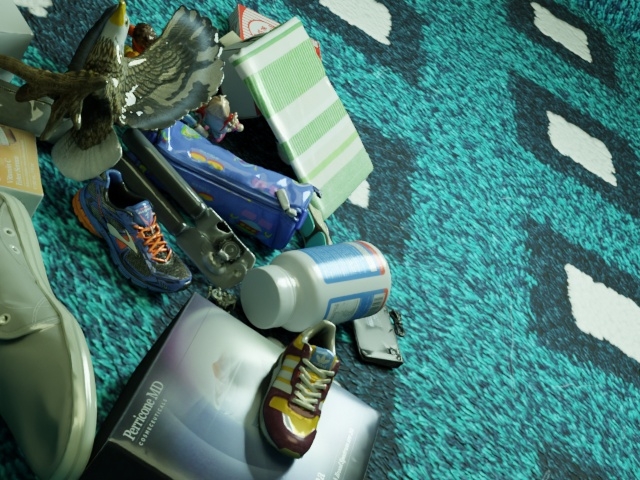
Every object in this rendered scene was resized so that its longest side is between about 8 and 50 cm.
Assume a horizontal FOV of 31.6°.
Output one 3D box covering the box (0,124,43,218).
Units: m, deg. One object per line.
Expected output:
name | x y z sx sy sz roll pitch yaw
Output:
box | -0.470 -0.091 1.507 0.170 0.091 0.130 13 41 -34

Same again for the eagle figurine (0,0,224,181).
eagle figurine | -0.294 -0.241 1.619 0.226 0.225 0.298 52 23 -1

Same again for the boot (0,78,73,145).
boot | -0.448 -0.216 1.713 0.208 0.076 0.190 13 38 -23

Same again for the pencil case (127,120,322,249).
pencil case | -0.154 -0.093 1.781 0.306 0.119 0.133 27 -7 -16

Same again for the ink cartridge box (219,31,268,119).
ink cartridge box | -0.113 -0.305 2.073 0.175 0.072 0.127 -38 121 -57

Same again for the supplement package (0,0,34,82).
supplement package | -0.536 -0.339 1.730 0.105 0.105 0.179 -4 51 -47

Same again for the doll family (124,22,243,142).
doll family | -0.254 -0.235 1.834 0.263 0.163 0.118 43 76 2

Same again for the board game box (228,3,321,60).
board game box | -0.089 -0.380 2.266 0.193 0.045 0.147 21 37 -25

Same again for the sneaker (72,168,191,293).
sneaker | -0.264 -0.012 1.614 0.221 0.087 0.083 44 34 9

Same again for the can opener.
can opener | -0.209 -0.045 1.694 0.283 0.076 0.095 49 -1 -9

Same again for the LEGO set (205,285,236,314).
LEGO set | -0.150 0.088 1.660 0.054 0.023 0.083 41 33 3

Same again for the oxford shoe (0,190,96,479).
oxford shoe | -0.373 0.102 1.305 0.130 0.169 0.449 9 36 -41

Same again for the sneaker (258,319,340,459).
sneaker | -0.019 0.166 1.306 0.069 0.084 0.185 28 32 -16

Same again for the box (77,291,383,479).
box | -0.113 0.266 1.340 0.294 0.183 0.296 33 33 -6

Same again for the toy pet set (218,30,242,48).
toy pet set | -0.199 -0.342 2.124 0.114 0.065 0.122 -38 73 -21

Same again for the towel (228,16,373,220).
towel | -0.027 -0.222 2.025 0.325 0.038 0.248 62 33 -12

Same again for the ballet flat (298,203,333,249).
ballet flat | 0.000 0.000 1.886 0.052 0.057 0.168 25 35 -37

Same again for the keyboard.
keyboard | 0.090 0.132 1.843 0.108 0.023 0.180 11 42 -26

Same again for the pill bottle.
pill bottle | -0.009 0.071 1.720 0.221 0.124 0.124 -7 54 -43
